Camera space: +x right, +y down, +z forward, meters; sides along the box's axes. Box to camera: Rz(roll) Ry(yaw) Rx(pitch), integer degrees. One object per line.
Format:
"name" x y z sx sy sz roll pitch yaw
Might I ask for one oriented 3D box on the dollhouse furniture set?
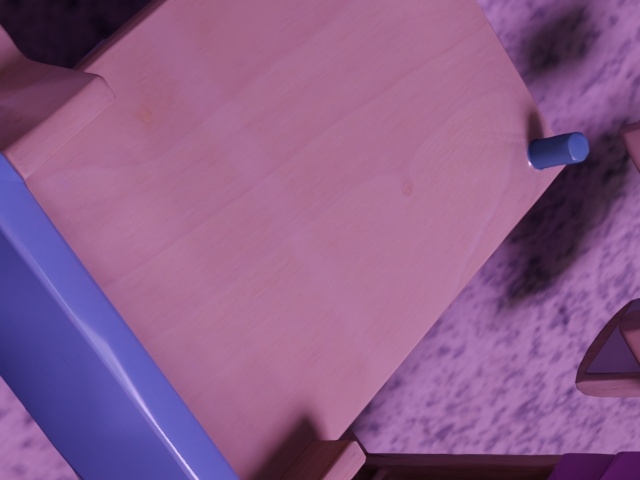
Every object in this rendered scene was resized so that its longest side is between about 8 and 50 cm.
"dollhouse furniture set" 0.000 0.000 0.562 0.286 0.198 0.303 -49 115 -33
